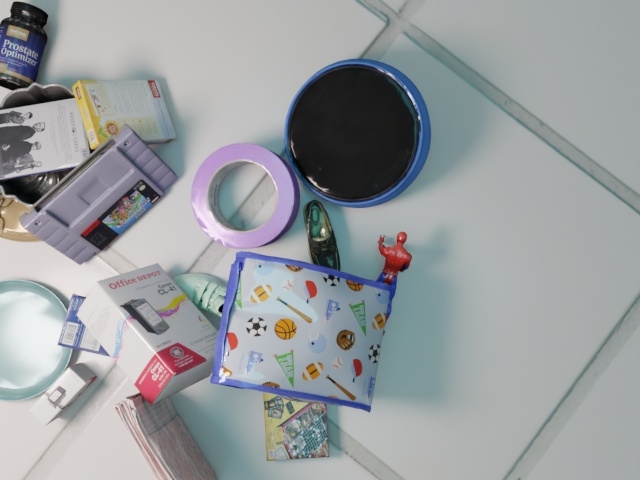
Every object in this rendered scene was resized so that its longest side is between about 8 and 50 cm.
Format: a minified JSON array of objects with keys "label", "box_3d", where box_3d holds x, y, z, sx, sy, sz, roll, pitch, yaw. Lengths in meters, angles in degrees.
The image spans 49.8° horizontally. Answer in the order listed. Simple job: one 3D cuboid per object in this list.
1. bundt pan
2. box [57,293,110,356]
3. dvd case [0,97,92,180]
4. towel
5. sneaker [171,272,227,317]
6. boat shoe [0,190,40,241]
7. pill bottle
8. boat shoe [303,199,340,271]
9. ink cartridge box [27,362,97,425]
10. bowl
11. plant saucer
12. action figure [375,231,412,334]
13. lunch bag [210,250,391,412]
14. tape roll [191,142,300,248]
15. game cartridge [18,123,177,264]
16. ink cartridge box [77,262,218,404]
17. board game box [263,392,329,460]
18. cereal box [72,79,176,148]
[{"label":"bundt pan","box_3d":[-0.710,-0.242,1.825,0.331,0.124,0.330,0,86,0]},{"label":"box","box_3d":[-0.556,0.234,1.811,0.225,0.036,0.136,17,85,-15]},{"label":"dvd case","box_3d":[-0.707,-0.258,1.751,0.239,0.029,0.179,-10,85,-2]},{"label":"towel","box_3d":[-0.356,0.500,1.663,0.053,0.332,0.317,-32,85,-3]},{"label":"sneaker","box_3d":[-0.280,0.144,1.783,0.256,0.151,0.094,17,87,2]},{"label":"boat shoe","box_3d":[-0.868,-0.075,1.815,0.341,0.110,0.121,13,85,1]},{"label":"pill bottle","box_3d":[-0.806,-0.517,1.848,0.123,0.123,0.219,13,85,1]},{"label":"boat shoe","box_3d":[0.001,-0.001,1.836,0.080,0.073,0.223,-13,85,-1]},{"label":"ink cartridge box","box_3d":[-0.663,0.395,1.778,0.063,0.109,0.150,43,86,-1]},{"label":"bowl","box_3d":[0.089,-0.277,1.794,0.391,0.077,0.391,2,98,15]},{"label":"plant saucer","box_3d":[-0.805,0.262,1.822,0.318,0.044,0.317,0,84,0]},{"label":"action figure","box_3d":[0.175,0.098,1.831,0.091,0.139,0.280,17,107,-2]},{"label":"lunch bag","box_3d":[-0.062,0.220,1.671,0.386,0.239,0.327,16,75,-27]},{"label":"tape roll","box_3d":[-0.195,-0.115,1.812,0.275,0.090,0.274,0,91,9]},{"label":"game cartridge","box_3d":[-0.557,-0.108,1.770,0.355,0.230,0.068,-43,52,-3]},{"label":"ink cartridge box","box_3d":[-0.407,0.222,1.698,0.306,0.226,0.131,47,119,14]},{"label":"board game box","box_3d":[-0.065,0.447,1.813,0.165,0.042,0.243,-3,85,-1]},{"label":"cereal box","box_3d":[-0.506,-0.332,1.799,0.047,0.240,0.173,-22,84,42]}]
